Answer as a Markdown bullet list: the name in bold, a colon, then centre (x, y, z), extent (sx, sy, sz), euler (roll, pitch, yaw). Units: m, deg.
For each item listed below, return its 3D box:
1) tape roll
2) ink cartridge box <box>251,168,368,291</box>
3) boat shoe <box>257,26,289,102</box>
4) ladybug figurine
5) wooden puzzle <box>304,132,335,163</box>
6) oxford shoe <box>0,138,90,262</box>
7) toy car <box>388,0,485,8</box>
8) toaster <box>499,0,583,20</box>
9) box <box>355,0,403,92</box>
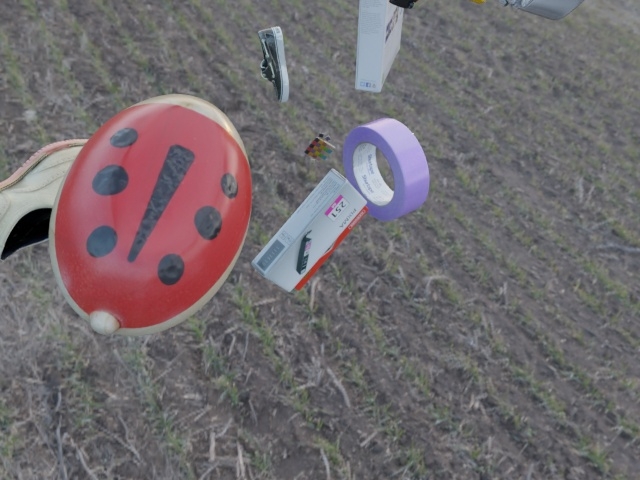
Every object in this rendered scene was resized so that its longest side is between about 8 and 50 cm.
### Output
- **tape roll**: centre (0.178, -0.196, 1.818), extent (0.090, 0.275, 0.275), euler (-23, 51, -27)
- **ink cartridge box**: centre (0.000, 0.000, 1.492), extent (0.060, 0.275, 0.239), euler (42, 2, 33)
- **boat shoe**: centre (-0.135, -0.486, 1.827), extent (0.070, 0.220, 0.078), euler (-15, 38, -10)
- **ladybug figurine**: centre (-0.252, -0.061, 1.037), extent (0.304, 0.162, 0.450), euler (21, 59, -15)
- **wooden puzzle**: centre (-0.002, -0.196, 1.402), extent (0.049, 0.083, 0.006), euler (27, 41, -22)
- **oxford shoe**: centre (-0.518, -0.071, 1.243), extent (0.146, 0.141, 0.397), euler (28, 39, 9)
- **toy car**: centre (0.157, -0.339, 0.887), extent (0.121, 0.060, 0.041), euler (5, 79, -8)
- **toaster**: centre (0.389, -0.466, 1.058), extent (0.146, 0.227, 0.129), euler (-10, 68, -35)
- **box**: centre (0.124, -0.487, 1.279), extent (0.058, 0.322, 0.232), euler (11, 40, 11)
